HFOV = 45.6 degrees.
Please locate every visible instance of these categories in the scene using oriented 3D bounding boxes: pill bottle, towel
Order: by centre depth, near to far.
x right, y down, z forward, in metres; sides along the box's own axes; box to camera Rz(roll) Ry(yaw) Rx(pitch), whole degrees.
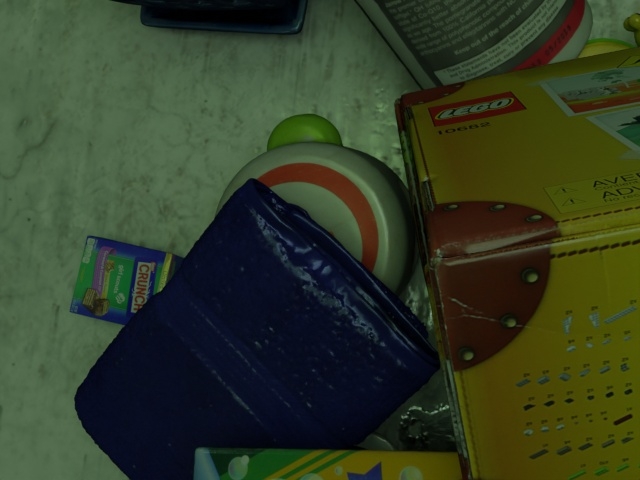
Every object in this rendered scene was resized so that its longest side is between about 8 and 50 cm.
[{"bbox_3d":[0.097,-0.275,0.682,0.176,0.176,0.318,-42,120,5],"label":"pill bottle"},{"bbox_3d":[-0.068,0.123,0.695,0.227,0.076,0.308,46,110,8],"label":"towel"}]

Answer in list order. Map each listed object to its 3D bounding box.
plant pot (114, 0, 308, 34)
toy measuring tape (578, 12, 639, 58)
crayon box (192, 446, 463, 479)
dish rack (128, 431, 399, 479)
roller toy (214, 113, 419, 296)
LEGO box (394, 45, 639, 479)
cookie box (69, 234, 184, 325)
[{"bbox_3d":[-0.118,-0.343,0.789,0.236,0.212,0.235,8,85,19],"label":"plant pot"},{"bbox_3d":[0.236,-0.085,0.754,0.121,0.121,0.330,34,101,13],"label":"toy measuring tape"},{"bbox_3d":[0.056,0.252,0.533,0.323,0.083,0.203,-6,70,24],"label":"crayon box"},{"bbox_3d":[-0.070,0.331,0.786,0.286,0.072,0.332,12,86,12],"label":"dish rack"},{"bbox_3d":[0.000,0.000,0.769,0.191,0.146,0.209,37,102,9],"label":"roller toy"},{"bbox_3d":[0.315,-0.022,0.517,0.500,0.372,0.193,-10,111,8],"label":"LEGO box"},{"bbox_3d":[-0.218,0.050,0.862,0.107,0.040,0.091,11,86,12],"label":"cookie box"}]
